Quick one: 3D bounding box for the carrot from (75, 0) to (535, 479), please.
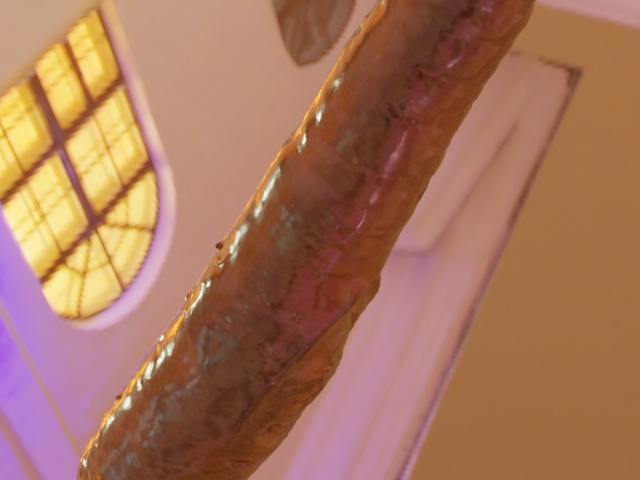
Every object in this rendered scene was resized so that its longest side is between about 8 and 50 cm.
[{"bbox_3d":[0.000,-0.001,0.536,0.070,0.342,0.070,23,-146,-16],"label":"carrot"}]
